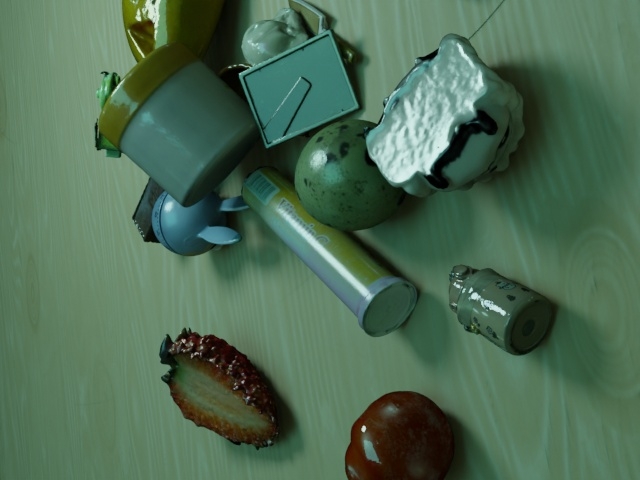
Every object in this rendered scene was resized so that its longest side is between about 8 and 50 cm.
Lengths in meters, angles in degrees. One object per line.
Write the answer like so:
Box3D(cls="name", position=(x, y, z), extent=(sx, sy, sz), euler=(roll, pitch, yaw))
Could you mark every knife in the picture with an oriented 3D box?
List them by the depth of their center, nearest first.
Box3D(cls="knife", position=(0.002, -0.392, 1.418), extent=(0.256, 0.022, 0.046), euler=(50, 148, 42))

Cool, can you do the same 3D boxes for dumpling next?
Box3D(cls="dumpling", position=(-0.082, -0.373, 1.462), extent=(0.127, 0.108, 0.188), euler=(-51, 40, 27))

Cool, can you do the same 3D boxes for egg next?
Box3D(cls="egg", position=(0.044, -0.100, 1.252), extent=(0.228, 0.177, 0.177), euler=(-22, 73, 61))

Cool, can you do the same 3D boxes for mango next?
Box3D(cls="mango", position=(-0.309, -0.505, 1.661), extent=(0.253, 0.182, 0.364), euler=(-8, 81, 40))

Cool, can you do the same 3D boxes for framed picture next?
Box3D(cls="framed picture", position=(-0.039, -0.268, 1.392), extent=(0.203, 0.015, 0.150), euler=(-20, 91, 27))

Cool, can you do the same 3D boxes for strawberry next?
Box3D(cls="strawberry", position=(-0.180, 0.307, 1.592), extent=(0.306, 0.138, 0.233), euler=(27, 134, 21))

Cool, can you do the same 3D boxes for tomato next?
Box3D(cls="tomato", position=(0.115, 0.325, 1.175), extent=(0.151, 0.187, 0.187), euler=(39, 122, 18))

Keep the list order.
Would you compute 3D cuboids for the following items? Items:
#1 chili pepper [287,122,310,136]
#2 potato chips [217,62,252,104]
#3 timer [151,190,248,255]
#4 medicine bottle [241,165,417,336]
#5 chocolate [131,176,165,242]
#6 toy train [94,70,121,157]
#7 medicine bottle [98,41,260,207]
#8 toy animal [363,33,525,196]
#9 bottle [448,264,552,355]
Box3D(cls="chili pepper", position=(-0.026, -0.281, 1.428), extent=(0.088, 0.065, 0.168), euler=(43, 119, 41))
Box3D(cls="potato chips", position=(-0.162, -0.282, 1.596), extent=(0.150, 0.049, 0.202), euler=(55, 130, 11))
Box3D(cls="timer", position=(-0.235, -0.033, 1.642), extent=(0.256, 0.175, 0.175), euler=(15, 103, 20))
Box3D(cls="medicine bottle", position=(0.000, 0.000, 1.367), extent=(0.426, 0.108, 0.108), euler=(45, 123, 43))
Box3D(cls="chocolate", position=(-0.322, -0.131, 1.750), extent=(0.321, 0.112, 0.112), euler=(-56, 53, 35))
Box3D(cls="toy train", position=(-0.433, -0.290, 1.803), extent=(0.271, 0.159, 0.188), euler=(-125, 41, -77))
Box3D(cls="medicine bottle", position=(-0.264, -0.221, 1.500), extent=(0.232, 0.238, 0.238), euler=(43, 130, -1))
Box3D(cls="toy animal", position=(0.186, -0.163, 1.091), extent=(0.208, 0.156, 0.204), euler=(-52, 53, 25))
Box3D(cls="bottle", position=(0.239, 0.091, 1.084), extent=(0.152, 0.099, 0.098), euler=(30, 113, 51))
